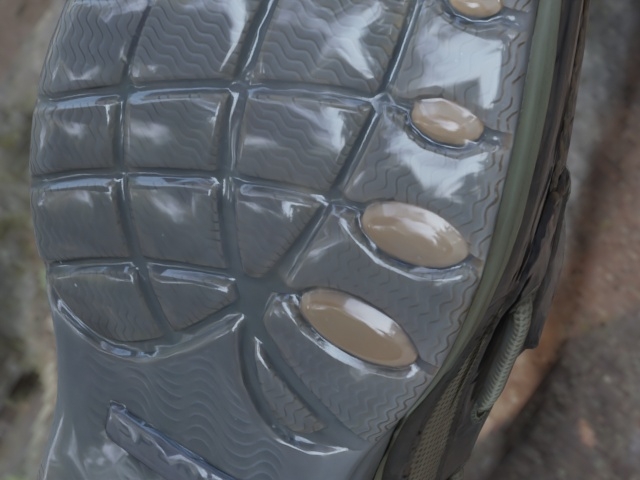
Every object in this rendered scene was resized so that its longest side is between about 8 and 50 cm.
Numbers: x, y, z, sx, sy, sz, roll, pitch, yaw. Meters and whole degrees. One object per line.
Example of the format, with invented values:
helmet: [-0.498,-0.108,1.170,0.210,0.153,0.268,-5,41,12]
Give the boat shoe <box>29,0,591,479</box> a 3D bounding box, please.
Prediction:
boat shoe: [0.000,0.000,0.563,0.130,0.132,0.355,-44,-19,-43]
